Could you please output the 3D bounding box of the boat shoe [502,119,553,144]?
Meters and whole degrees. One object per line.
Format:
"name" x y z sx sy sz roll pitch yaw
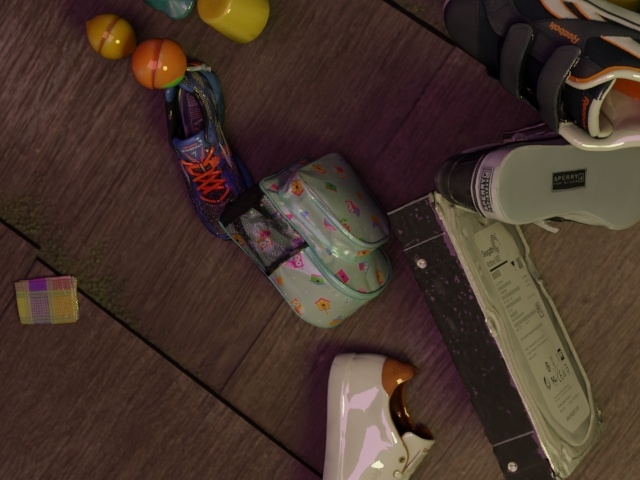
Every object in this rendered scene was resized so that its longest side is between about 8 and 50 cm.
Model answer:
"boat shoe" 0.279 -0.136 1.884 0.152 0.056 0.049 -10 89 6

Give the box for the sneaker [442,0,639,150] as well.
"sneaker" 0.257 -0.182 1.720 0.321 0.126 0.127 19 57 23

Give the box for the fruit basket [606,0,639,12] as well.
"fruit basket" 0.339 -0.355 1.766 0.392 0.392 0.283 39 65 8

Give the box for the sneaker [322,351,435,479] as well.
"sneaker" 0.070 0.279 1.956 0.123 0.106 0.290 2 96 17

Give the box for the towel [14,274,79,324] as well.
"towel" -0.344 0.076 2.095 0.083 0.009 0.060 -5 96 16

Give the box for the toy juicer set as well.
"toy juicer set" -0.201 -0.315 1.976 0.209 0.089 0.329 -43 60 21

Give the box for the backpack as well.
"backpack" 0.000 0.000 1.913 0.144 0.166 0.188 -32 90 26

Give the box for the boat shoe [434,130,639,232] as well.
"boat shoe" 0.247 -0.064 1.798 0.105 0.306 0.113 11 106 45

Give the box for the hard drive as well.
"hard drive" 0.203 0.093 1.830 0.064 0.237 0.339 -25 88 23

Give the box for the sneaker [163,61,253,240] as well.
"sneaker" -0.144 -0.103 1.980 0.083 0.087 0.221 -20 91 17
